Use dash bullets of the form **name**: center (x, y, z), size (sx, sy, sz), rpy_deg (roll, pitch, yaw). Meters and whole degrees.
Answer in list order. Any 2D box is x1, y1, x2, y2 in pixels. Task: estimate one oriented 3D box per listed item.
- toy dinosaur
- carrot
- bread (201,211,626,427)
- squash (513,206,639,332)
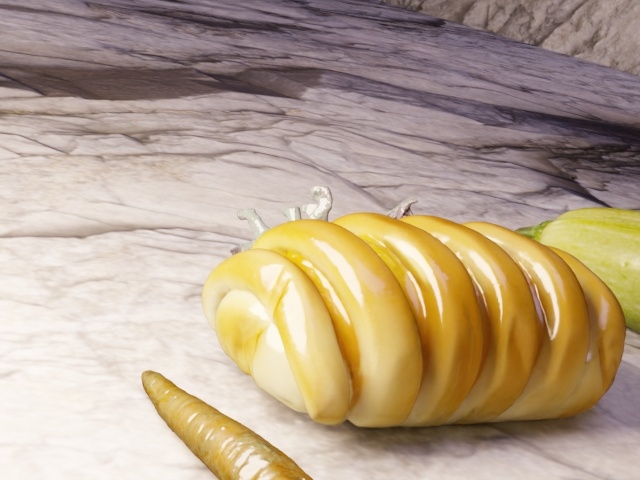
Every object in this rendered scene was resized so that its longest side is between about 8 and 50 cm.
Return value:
- **toy dinosaur**: center (0.002, 0.000, 0.958), size (0.209, 0.082, 0.039), rpy_deg (-18, -16, 41)
- **carrot**: center (-0.044, 0.121, 0.664), size (0.049, 0.049, 0.254), rpy_deg (2, 16, -33)
- **bread**: center (0.078, 0.048, 0.849), size (0.311, 0.121, 0.173), rpy_deg (2, 20, -37)
- **squash**: center (0.276, 0.021, 1.091), size (0.287, 0.137, 0.137), rpy_deg (20, 18, 31)
